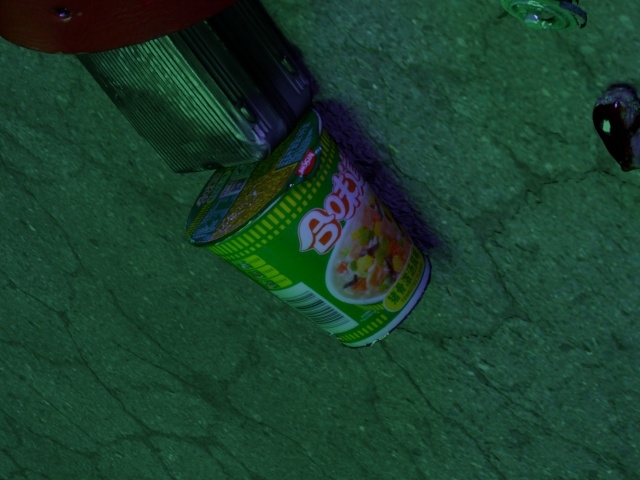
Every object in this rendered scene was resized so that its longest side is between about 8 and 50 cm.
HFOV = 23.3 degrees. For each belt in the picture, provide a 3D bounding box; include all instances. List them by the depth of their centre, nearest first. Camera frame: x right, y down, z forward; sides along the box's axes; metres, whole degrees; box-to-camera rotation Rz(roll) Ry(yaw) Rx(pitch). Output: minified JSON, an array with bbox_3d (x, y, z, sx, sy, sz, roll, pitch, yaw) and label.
[{"bbox_3d":[-0.170,-0.300,1.431,0.227,0.324,0.115,52,159,35],"label":"belt"}]

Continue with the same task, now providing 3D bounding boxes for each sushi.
[{"bbox_3d":[0.284,-0.101,1.449,0.044,0.046,0.083,2,134,45],"label":"sushi"}]

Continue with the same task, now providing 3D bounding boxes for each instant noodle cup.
[{"bbox_3d":[0.000,0.000,1.759,0.233,0.207,0.207,44,150,-23],"label":"instant noodle cup"}]

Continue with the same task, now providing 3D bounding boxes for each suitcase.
[{"bbox_3d":[-0.164,-0.216,1.686,0.202,0.128,0.312,-4,130,50],"label":"suitcase"}]

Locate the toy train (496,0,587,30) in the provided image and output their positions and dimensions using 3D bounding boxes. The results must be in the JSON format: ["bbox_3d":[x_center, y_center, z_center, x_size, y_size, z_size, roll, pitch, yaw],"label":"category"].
[{"bbox_3d":[0.125,-0.261,1.231,0.189,0.126,0.307,10,170,21],"label":"toy train"}]
